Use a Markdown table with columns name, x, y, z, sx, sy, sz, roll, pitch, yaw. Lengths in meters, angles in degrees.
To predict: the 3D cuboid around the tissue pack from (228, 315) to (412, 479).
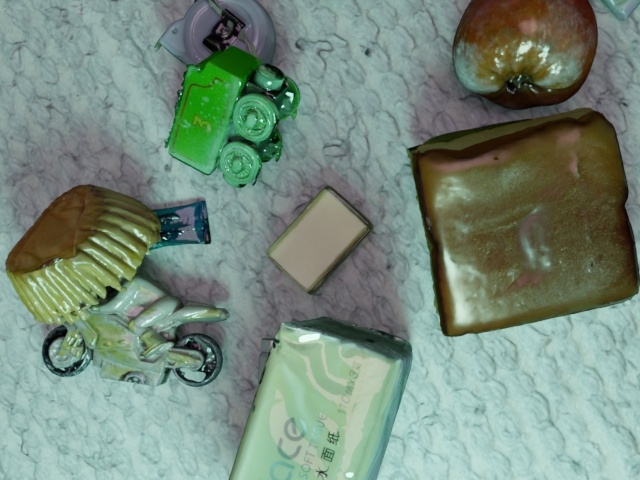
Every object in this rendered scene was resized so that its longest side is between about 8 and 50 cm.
| name | x | y | z | sx | sy | sz | roll | pitch | yaw |
| --- | --- | --- | --- | --- | --- | --- | --- | --- | --- |
| tissue pack | -0.005 | 0.334 | 1.097 | 0.206 | 0.332 | 0.404 | 17 | 89 | 10 |

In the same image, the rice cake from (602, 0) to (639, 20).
| name | x | y | z | sx | sy | sz | roll | pitch | yaw |
| --- | --- | --- | --- | --- | --- | --- | --- | --- | --- |
| rice cake | 0.551 | -0.524 | 1.233 | 0.198 | 0.037 | 0.189 | -41 | 84 | 2 |

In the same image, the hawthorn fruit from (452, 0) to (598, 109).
| name | x | y | z | sx | sy | sz | roll | pitch | yaw |
| --- | --- | --- | --- | --- | --- | --- | --- | --- | --- |
| hawthorn fruit | 0.353 | -0.342 | 1.146 | 0.235 | 0.231 | 0.263 | 37 | 96 | -4 |

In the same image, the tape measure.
| name | x | y | z | sx | sy | sz | roll | pitch | yaw |
| --- | --- | --- | --- | --- | --- | --- | --- | --- | --- |
| tape measure | -0.178 | -0.373 | 1.263 | 0.196 | 0.105 | 0.178 | 32 | 90 | 8 |

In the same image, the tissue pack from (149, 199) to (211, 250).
| name | x | y | z | sx | sy | sz | roll | pitch | yaw |
| --- | --- | --- | --- | --- | --- | --- | --- | --- | --- |
| tissue pack | -0.278 | -0.025 | 1.294 | 0.138 | 0.028 | 0.085 | -9 | 86 | 2 |

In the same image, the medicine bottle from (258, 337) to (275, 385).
| name | x | y | z | sx | sy | sz | roll | pitch | yaw |
| --- | --- | --- | --- | --- | --- | --- | --- | --- | --- |
| medicine bottle | -0.086 | 0.223 | 1.248 | 0.052 | 0.052 | 0.089 | 1 | 87 | 6 |

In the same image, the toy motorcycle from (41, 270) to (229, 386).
| name | x | y | z | sx | sy | sz | roll | pitch | yaw |
| --- | --- | --- | --- | --- | --- | --- | --- | --- | --- |
| toy motorcycle | -0.335 | 0.152 | 1.252 | 0.341 | 0.108 | 0.222 | 6 | 84 | 7 |

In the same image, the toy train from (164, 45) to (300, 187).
| name | x | y | z | sx | sy | sz | roll | pitch | yaw |
| --- | --- | --- | --- | --- | --- | --- | --- | --- | --- |
| toy train | -0.152 | -0.214 | 1.203 | 0.188 | 0.132 | 0.243 | 29 | 128 | 2 |

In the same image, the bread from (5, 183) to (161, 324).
| name | x | y | z | sx | sy | sz | roll | pitch | yaw |
| --- | --- | --- | --- | --- | --- | --- | --- | --- | --- |
| bread | -0.414 | 0.011 | 1.193 | 0.274 | 0.274 | 0.149 | -25 | 129 | 4 |

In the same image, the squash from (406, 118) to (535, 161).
| name | x | y | z | sx | sy | sz | roll | pitch | yaw |
| --- | --- | --- | --- | --- | --- | --- | --- | --- | --- |
| squash | 0.279 | -0.169 | 1.226 | 0.252 | 0.066 | 0.066 | -9 | 86 | 5 |

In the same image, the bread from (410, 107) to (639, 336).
| name | x | y | z | sx | sy | sz | roll | pitch | yaw |
| --- | --- | --- | --- | --- | --- | --- | --- | --- | --- |
| bread | 0.329 | -0.030 | 1.148 | 0.333 | 0.143 | 0.323 | -14 | 102 | 5 |

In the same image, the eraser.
| name | x | y | z | sx | sy | sz | roll | pitch | yaw |
| --- | --- | --- | --- | --- | --- | --- | --- | --- | --- |
| eraser | 0.000 | 0.000 | 1.248 | 0.117 | 0.058 | 0.172 | 42 | 91 | 6 |
